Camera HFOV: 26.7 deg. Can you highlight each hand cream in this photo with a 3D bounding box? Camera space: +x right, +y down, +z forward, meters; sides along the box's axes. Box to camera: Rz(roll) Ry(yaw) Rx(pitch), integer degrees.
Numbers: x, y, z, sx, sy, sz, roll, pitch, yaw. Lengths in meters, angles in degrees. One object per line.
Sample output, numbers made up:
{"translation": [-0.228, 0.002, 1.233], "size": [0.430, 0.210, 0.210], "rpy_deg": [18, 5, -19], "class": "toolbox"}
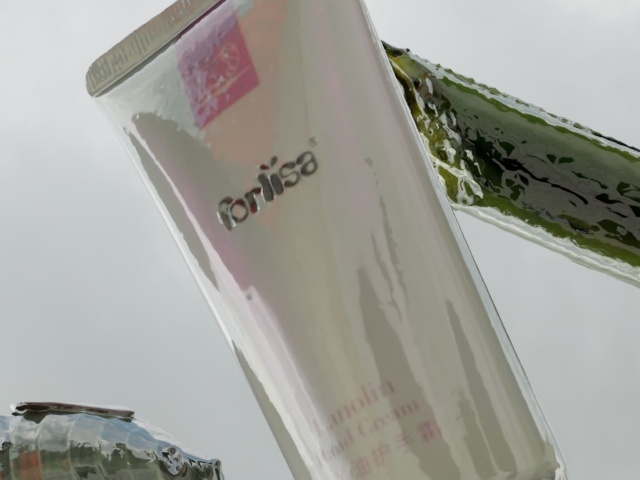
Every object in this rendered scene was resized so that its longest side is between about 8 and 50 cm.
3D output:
{"translation": [0.000, 0.000, 0.696], "size": [0.118, 0.185, 0.358], "rpy_deg": [12, -133, -58], "class": "hand cream"}

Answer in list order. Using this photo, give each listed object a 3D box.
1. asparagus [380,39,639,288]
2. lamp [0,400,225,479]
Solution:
{"translation": [0.188, -0.058, 1.185], "size": [0.382, 0.108, 0.128], "rpy_deg": [24, -91, 7], "class": "asparagus"}
{"translation": [-0.141, 0.215, 0.818], "size": [0.233, 0.233, 0.265], "rpy_deg": [-14, -140, -21], "class": "lamp"}
